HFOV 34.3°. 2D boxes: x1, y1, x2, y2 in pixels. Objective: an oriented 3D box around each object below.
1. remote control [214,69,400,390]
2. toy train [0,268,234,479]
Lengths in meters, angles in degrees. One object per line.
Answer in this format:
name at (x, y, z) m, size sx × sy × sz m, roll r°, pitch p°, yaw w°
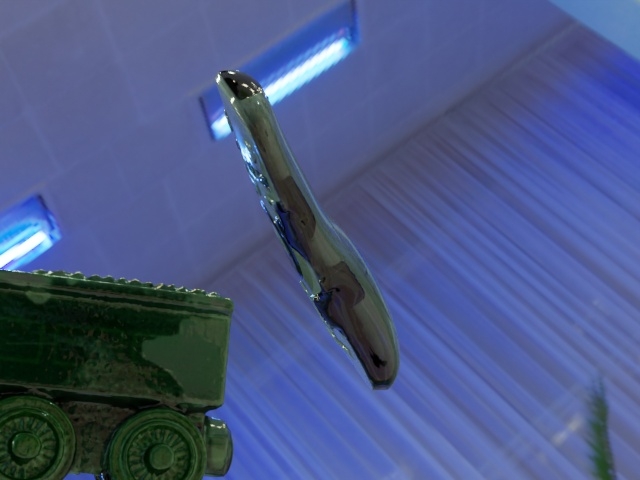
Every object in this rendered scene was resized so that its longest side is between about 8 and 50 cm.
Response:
remote control at (-0.002, 0.001, 0.655) m, size 0.045 × 0.097 × 0.256 m, roll -31°, pitch -53°, yaw -3°
toy train at (-0.204, 0.137, 0.908) m, size 0.266 × 0.201 × 0.145 m, roll 8°, pitch -16°, yaw -17°
